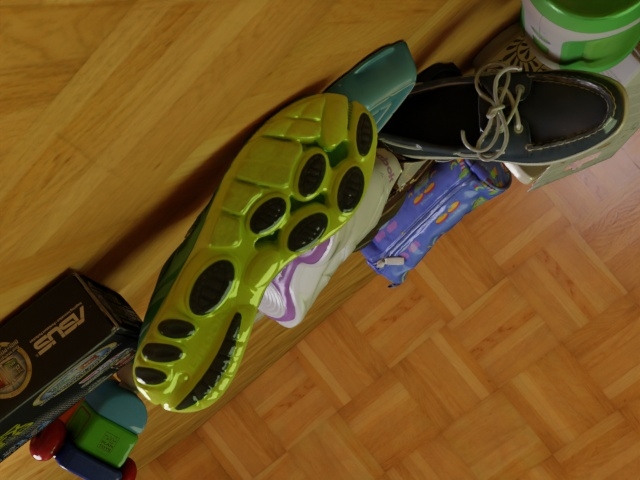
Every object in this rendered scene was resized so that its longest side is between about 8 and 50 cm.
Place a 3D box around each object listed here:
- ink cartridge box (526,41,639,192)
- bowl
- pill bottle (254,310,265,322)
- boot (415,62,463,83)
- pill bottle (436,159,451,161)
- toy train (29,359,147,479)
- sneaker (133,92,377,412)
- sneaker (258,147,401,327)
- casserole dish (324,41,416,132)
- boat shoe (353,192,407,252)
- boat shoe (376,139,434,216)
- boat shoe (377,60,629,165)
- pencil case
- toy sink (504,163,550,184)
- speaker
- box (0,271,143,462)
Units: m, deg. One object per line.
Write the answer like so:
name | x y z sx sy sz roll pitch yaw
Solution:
ink cartridge box | 0.343 -0.165 1.345 0.189 0.066 0.232 -20 162 -39
bowl | 0.229 -0.201 1.339 0.170 0.080 0.170 -38 174 -5
pill bottle | -0.105 0.102 1.735 0.083 0.043 0.043 -33 171 -43
boot | 0.150 -0.140 1.229 0.045 0.099 0.121 -44 172 28
pill bottle | 0.154 -0.135 1.430 0.067 0.067 0.120 -38 174 -7
toy train | -0.237 0.150 1.181 0.143 0.105 0.248 -57 -153 -6
sneaker | -0.068 -0.002 0.949 0.295 0.109 0.123 -54 -157 6
sneaker | 0.000 0.000 1.285 0.152 0.114 0.305 -34 172 -31
casserole dish | 0.026 -0.108 1.038 0.114 0.037 0.188 -35 173 -29
boat shoe | 0.080 -0.042 1.814 0.056 0.048 0.153 -17 154 -41
boat shoe | 0.089 -0.098 1.329 0.207 0.073 0.073 -46 172 0
boat shoe | 0.161 -0.121 1.100 0.254 0.095 0.079 4 -179 30
pencil case | 0.189 -0.049 1.991 0.306 0.119 0.133 -44 -172 30
toy sink | 0.308 -0.198 1.489 0.234 0.153 0.131 -30 169 -47
speaker | 0.240 -0.225 1.035 0.131 0.131 0.296 -40 174 8
box | -0.273 0.140 0.962 0.270 0.060 0.216 -38 175 -6
